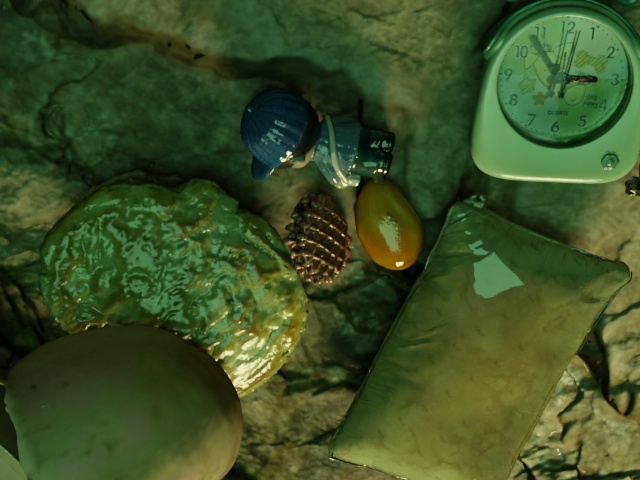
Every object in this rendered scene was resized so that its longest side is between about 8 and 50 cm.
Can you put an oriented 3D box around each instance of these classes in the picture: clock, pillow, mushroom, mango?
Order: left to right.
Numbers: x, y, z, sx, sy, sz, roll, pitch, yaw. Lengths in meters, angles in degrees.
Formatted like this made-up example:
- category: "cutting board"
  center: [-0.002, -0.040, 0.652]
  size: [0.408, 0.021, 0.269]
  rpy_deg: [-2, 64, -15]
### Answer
- category: "mushroom"
  center: [-0.146, 0.185, 1.206]
  size: [0.173, 0.162, 0.236]
  rpy_deg: [-27, 101, 0]
- category: "mango"
  center: [0.062, -0.016, 1.304]
  size: [0.060, 0.046, 0.089]
  rpy_deg: [-17, 99, 5]
- category: "pillow"
  center: [0.147, 0.111, 1.341]
  size: [0.185, 0.075, 0.302]
  rpy_deg: [21, 113, -11]
- category: "clock"
  center: [0.209, -0.143, 1.239]
  size: [0.148, 0.060, 0.188]
  rpy_deg: [5, 113, -1]

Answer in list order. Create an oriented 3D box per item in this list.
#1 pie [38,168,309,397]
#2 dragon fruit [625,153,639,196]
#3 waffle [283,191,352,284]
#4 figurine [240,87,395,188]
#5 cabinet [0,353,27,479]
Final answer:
- category: "pie"
  center: [-0.126, 0.041, 1.305]
  size: [0.201, 0.090, 0.248]
  rpy_deg: [-42, 108, 5]
- category: "dragon fruit"
  center: [0.333, -0.071, 1.248]
  size: [0.068, 0.112, 0.126]
  rpy_deg: [15, 113, -22]
- category: "waffle"
  center: [0.000, 0.000, 1.296]
  size: [0.029, 0.075, 0.083]
  rpy_deg: [0, 123, 37]
- category: "figurine"
  center: [-0.003, -0.087, 1.257]
  size: [0.136, 0.079, 0.077]
  rpy_deg: [9, 72, 1]
- category: "cabinet"
  center: [-0.321, 0.249, 1.362]
  size: [0.206, 0.145, 0.150]
  rpy_deg: [-39, 108, 15]
